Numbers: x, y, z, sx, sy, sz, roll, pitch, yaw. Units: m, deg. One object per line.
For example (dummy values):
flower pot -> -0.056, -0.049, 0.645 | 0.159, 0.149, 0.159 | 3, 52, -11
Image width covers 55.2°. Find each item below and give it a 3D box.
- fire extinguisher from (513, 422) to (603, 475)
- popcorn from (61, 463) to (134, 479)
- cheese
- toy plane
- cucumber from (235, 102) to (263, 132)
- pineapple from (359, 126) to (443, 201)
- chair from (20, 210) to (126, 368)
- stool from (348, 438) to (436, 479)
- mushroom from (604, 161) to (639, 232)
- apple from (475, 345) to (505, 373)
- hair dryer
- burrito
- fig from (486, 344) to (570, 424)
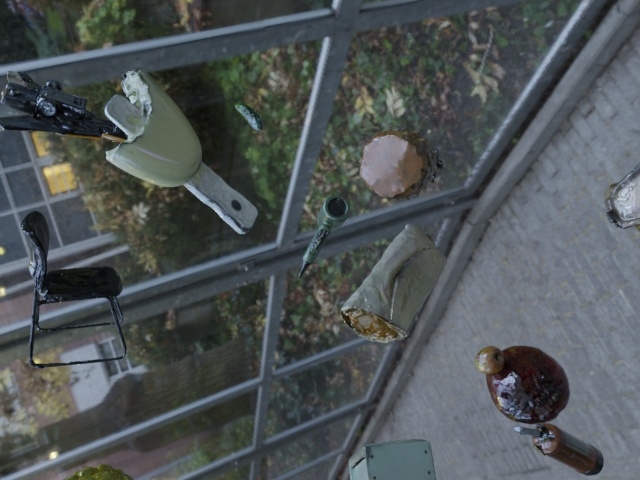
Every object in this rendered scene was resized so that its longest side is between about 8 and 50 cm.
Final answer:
fire extinguisher -> 0.368, 0.317, 0.943 | 0.062, 0.177, 0.050 | -11, 54, 51
popcorn -> -0.451, 0.555, 1.166 | 0.174, 0.225, 0.286 | -57, 18, 18
cheese -> -0.168, -0.096, 0.756 | 0.049, 0.127, 0.235 | -26, 123, 39
toy plane -> -0.542, -0.278, 1.367 | 0.204, 0.315, 0.103 | -101, 29, -43
cucumber -> -0.192, -0.345, 1.699 | 0.168, 0.039, 0.039 | 49, 150, 41
pineapple -> 0.194, -0.161, 1.330 | 0.157, 0.278, 0.158 | 2, 95, 26
chair -> -0.393, 0.069, 0.982 | 0.140, 0.145, 0.221 | -140, 49, -63
stool -> 0.184, 0.654, 1.526 | 0.244, 0.170, 0.270 | 104, 162, -61
mushroom -> 0.701, -0.056, 1.130 | 0.314, 0.397, 0.224 | 49, 116, 12
apple -> 0.492, 0.348, 1.779 | 0.071, 0.083, 0.084 | -35, 74, 55
hair dryer -> 0.000, 0.000, 1.012 | 0.047, 0.150, 0.071 | 27, 159, -1
burrito -> 0.150, 0.095, 1.244 | 0.105, 0.299, 0.143 | -8, 120, 40
fig -> 0.604, 0.426, 1.826 | 0.263, 0.223, 0.224 | 45, 147, 50
